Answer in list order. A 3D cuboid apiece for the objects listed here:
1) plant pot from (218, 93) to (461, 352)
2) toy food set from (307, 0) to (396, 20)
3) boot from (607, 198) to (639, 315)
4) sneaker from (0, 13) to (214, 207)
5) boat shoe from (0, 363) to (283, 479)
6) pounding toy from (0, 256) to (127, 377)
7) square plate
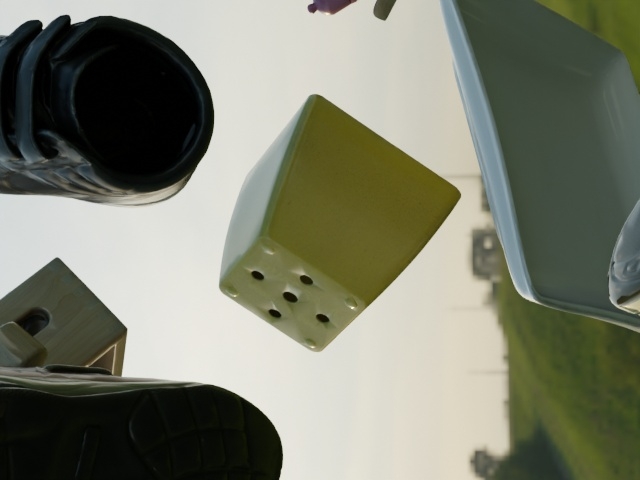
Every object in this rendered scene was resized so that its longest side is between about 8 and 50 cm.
[{"bbox_3d":[0.000,0.000,1.839,0.212,0.212,0.187,-47,11,53],"label":"plant pot"},{"bbox_3d":[0.001,-0.170,0.918,0.078,0.122,0.019,-62,27,19],"label":"toy food set"},{"bbox_3d":[0.256,-0.005,0.742,0.213,0.165,0.077,-44,28,36],"label":"boot"},{"bbox_3d":[-0.188,-0.076,0.808,0.147,0.295,0.105,161,113,-69],"label":"sneaker"},{"bbox_3d":[-0.161,0.133,1.059,0.324,0.120,0.123,19,-91,-47],"label":"boat shoe"},{"bbox_3d":[-0.241,0.096,1.177,0.181,0.094,0.206,-39,-16,-26],"label":"pounding toy"},{"bbox_3d":[0.235,-0.069,1.496,0.344,0.049,0.347,16,-125,-49],"label":"square plate"}]
